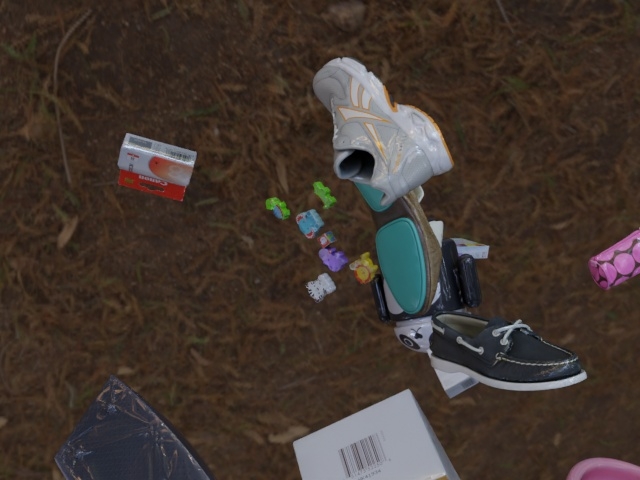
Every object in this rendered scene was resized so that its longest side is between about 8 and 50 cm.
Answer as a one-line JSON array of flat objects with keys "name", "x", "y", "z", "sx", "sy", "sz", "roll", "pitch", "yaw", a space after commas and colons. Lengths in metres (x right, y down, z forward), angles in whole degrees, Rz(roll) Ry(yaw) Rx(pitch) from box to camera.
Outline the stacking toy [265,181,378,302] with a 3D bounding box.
[{"name": "stacking toy", "x": 0.000, "y": 0.000, "z": 1.485, "sx": 0.052, "sy": 0.221, "sz": 0.167, "roll": -37, "pitch": 170, "yaw": 36}]

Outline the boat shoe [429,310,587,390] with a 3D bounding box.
[{"name": "boat shoe", "x": 0.262, "y": 0.158, "z": 1.181, "sx": 0.114, "sy": 0.302, "sz": 0.091, "roll": -9, "pitch": 94, "yaw": -33}]

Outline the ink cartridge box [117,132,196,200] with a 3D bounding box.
[{"name": "ink cartridge box", "x": -0.340, "y": -0.133, "z": 1.612, "sx": 0.145, "sy": 0.045, "sz": 0.179, "roll": 15, "pitch": 143, "yaw": -11}]

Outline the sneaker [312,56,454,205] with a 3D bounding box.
[{"name": "sneaker", "x": 0.046, "y": -0.142, "z": 1.013, "sx": 0.121, "sy": 0.262, "sz": 0.099, "roll": -37, "pitch": 137, "yaw": -8}]

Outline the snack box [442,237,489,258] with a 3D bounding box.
[{"name": "snack box", "x": 0.351, "y": 0.020, "z": 2.044, "sx": 0.141, "sy": 0.100, "sz": 0.037, "roll": 0, "pitch": 101, "yaw": -39}]

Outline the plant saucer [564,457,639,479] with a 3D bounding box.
[{"name": "plant saucer", "x": 0.535, "y": 0.490, "z": 1.265, "sx": 0.332, "sy": 0.332, "sz": 0.084, "roll": 11, "pitch": 113, "yaw": -25}]

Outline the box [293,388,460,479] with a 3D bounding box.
[{"name": "box", "x": 0.129, "y": 0.441, "z": 1.317, "sx": 0.215, "sy": 0.168, "sz": 0.345, "roll": -26, "pitch": 132, "yaw": 4}]

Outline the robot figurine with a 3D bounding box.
[{"name": "robot figurine", "x": 0.215, "y": 0.095, "z": 1.653, "sx": 0.173, "sy": 0.209, "sz": 0.278, "roll": -11, "pitch": 85, "yaw": -13}]

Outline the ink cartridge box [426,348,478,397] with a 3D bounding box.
[{"name": "ink cartridge box", "x": 0.247, "y": 0.236, "z": 1.488, "sx": 0.062, "sy": 0.115, "sz": 0.029, "roll": -31, "pitch": 123, "yaw": 7}]

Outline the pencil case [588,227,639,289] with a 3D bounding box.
[{"name": "pencil case", "x": 0.766, "y": 0.032, "z": 1.954, "sx": 0.209, "sy": 0.095, "sz": 0.098, "roll": -33, "pitch": 121, "yaw": 0}]

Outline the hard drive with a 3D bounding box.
[{"name": "hard drive", "x": -0.249, "y": 0.327, "z": 1.103, "sx": 0.172, "sy": 0.254, "sz": 0.054, "roll": -55, "pitch": 151, "yaw": 5}]

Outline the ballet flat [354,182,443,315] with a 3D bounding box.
[{"name": "ballet flat", "x": 0.140, "y": -0.047, "z": 1.351, "sx": 0.124, "sy": 0.343, "sz": 0.116, "roll": -20, "pitch": 175, "yaw": -42}]
